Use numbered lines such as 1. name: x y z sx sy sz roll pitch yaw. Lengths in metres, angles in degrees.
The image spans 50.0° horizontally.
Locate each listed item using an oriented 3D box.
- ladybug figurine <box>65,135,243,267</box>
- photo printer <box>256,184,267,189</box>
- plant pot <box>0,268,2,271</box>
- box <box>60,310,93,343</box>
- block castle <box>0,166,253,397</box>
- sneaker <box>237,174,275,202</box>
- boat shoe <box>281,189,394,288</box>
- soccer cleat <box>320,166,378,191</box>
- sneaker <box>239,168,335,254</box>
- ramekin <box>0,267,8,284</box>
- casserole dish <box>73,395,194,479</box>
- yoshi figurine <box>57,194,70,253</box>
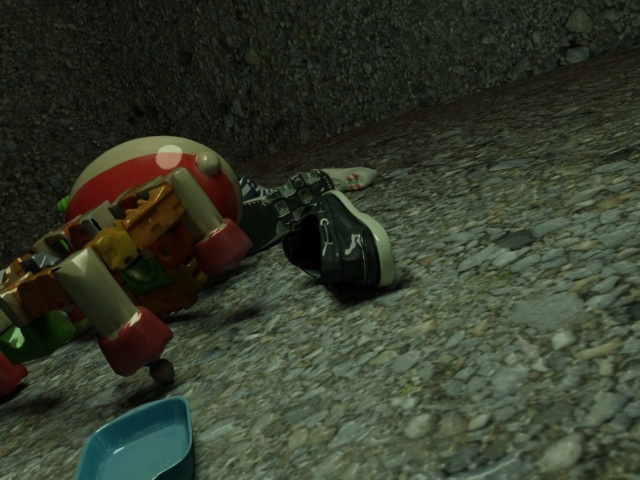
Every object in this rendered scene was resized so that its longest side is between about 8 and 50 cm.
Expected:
1. ladybug figurine: -0.322 -0.019 1.286 0.449 0.305 0.162 -41 31 41
2. photo printer: -0.286 -0.057 1.775 0.308 0.107 0.256 -14 11 23
3. plant pot: -0.845 0.138 1.661 0.191 0.191 0.174 -25 7 -22
4. box: -0.507 0.165 1.339 0.178 0.042 0.109 -12 16 33
5. block castle: -0.338 0.091 1.036 0.453 0.213 0.303 -19 23 37
6. sneaker: -0.127 -0.102 1.622 0.282 0.153 0.099 -29 16 -34
7. boat shoe: 0.001 0.004 1.045 0.113 0.127 0.340 -11 20 -14
8. soccer cleat: 0.064 -0.159 1.787 0.076 0.068 0.196 -24 19 -39
9. sneaker: -0.122 -0.041 1.505 0.331 0.122 0.146 -22 -5 -4
10. ramekin: -0.709 0.157 1.477 0.277 0.135 0.277 -19 13 5
11. casserole dish: -0.172 0.208 0.655 0.114 0.037 0.188 -22 12 -9
12. yoshi figurine: -0.487 -0.013 1.541 0.362 0.203 0.203 -38 38 16
